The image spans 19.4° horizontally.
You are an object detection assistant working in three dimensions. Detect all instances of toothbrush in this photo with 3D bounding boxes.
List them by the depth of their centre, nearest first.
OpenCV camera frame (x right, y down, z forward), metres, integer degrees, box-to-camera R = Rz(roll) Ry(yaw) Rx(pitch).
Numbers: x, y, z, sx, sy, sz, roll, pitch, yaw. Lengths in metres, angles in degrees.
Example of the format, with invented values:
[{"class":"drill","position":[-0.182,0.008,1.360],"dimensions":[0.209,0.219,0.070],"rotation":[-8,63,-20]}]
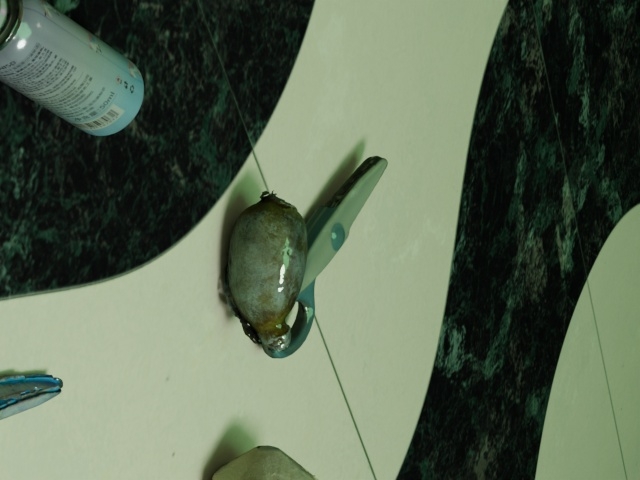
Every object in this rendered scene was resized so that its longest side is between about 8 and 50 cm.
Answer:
[{"class":"toothbrush","position":[-0.323,0.150,1.469],"dimensions":[0.413,0.035,0.042],"rotation":[-16,134,-61]}]

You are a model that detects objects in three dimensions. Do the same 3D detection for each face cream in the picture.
[{"class":"face cream","position":[-0.226,-0.152,1.501],"dimensions":[0.229,0.075,0.075],"rotation":[34,70,-63]}]

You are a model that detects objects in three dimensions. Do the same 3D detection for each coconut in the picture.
[{"class":"coconut","position":[-0.059,0.274,1.968],"dimensions":[0.116,0.116,0.122],"rotation":[-22,120,-60]}]

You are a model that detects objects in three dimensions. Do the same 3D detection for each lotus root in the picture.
[{"class":"lotus root","position":[-0.056,0.032,1.909],"dimensions":[0.088,0.088,0.165],"rotation":[-14,111,-62]}]

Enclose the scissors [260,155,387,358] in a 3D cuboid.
[{"class":"scissors","position":[0.000,0.000,2.059],"dimensions":[0.289,0.041,0.138],"rotation":[-53,135,-36]}]
